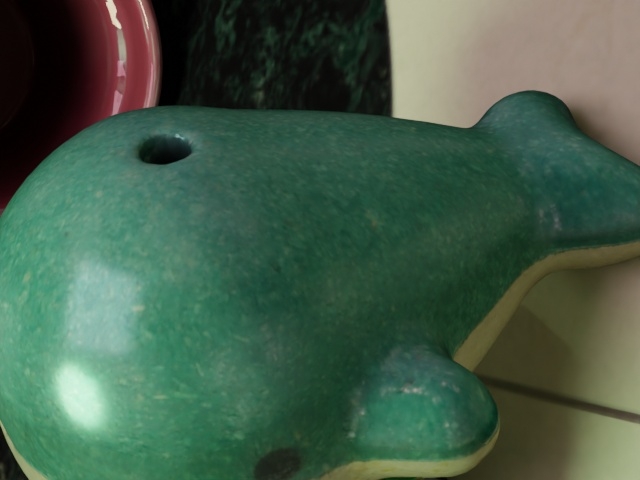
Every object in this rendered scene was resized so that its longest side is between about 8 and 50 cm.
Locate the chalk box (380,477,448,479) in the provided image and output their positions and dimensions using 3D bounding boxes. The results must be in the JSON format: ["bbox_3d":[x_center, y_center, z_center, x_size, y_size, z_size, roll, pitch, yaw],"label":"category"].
[{"bbox_3d":[-0.015,0.146,0.711,0.132,0.132,0.213,44,115,48],"label":"chalk box"}]

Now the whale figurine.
[{"bbox_3d":[0.000,0.000,0.638,0.216,0.272,0.141,50,159,47],"label":"whale figurine"}]

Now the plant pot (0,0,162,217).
[{"bbox_3d":[-0.211,-0.106,0.995,0.180,0.201,0.201,-162,85,-68],"label":"plant pot"}]
